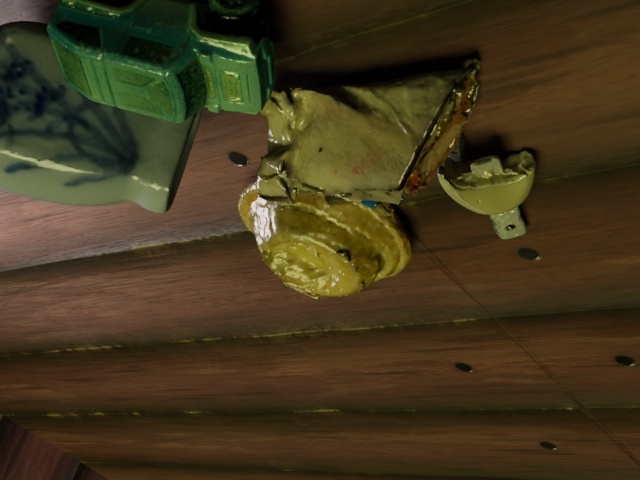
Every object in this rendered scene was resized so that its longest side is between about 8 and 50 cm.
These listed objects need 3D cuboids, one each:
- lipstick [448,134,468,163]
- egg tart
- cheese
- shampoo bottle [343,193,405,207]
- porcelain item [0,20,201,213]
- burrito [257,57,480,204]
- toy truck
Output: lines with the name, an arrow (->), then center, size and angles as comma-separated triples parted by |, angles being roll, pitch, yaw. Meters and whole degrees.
lipstick -> 0.176, -0.135, 1.497 | 0.030, 0.030, 0.129 | 9, 149, 20
egg tart -> 0.000, 0.000, 1.761 | 0.290, 0.115, 0.290 | 14, 150, 9
cheese -> 0.245, -0.058, 1.550 | 0.127, 0.050, 0.235 | -17, 150, 10
shampoo bottle -> 0.040, -0.100, 1.617 | 0.183, 0.050, 0.087 | 21, 132, -2
porcelain item -> -0.382, -0.178, 1.566 | 0.405, 0.243, 0.178 | 18, 170, -1
burrito -> 0.061, -0.131, 1.461 | 0.347, 0.107, 0.175 | -4, 108, 32
toy truck -> -0.194, -0.245, 1.412 | 0.278, 0.156, 0.155 | 16, 152, 10
